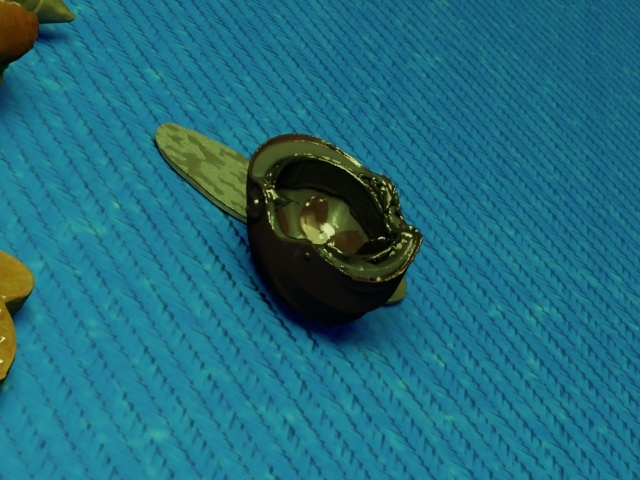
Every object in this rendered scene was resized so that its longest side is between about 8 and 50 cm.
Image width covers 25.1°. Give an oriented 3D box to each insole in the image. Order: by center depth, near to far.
[{"bbox_3d":[-0.027,-0.018,0.922,0.193,0.006,0.065,34,30,4],"label":"insole"}]

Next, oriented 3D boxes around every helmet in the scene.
[{"bbox_3d":[0.000,0.000,0.857,0.098,0.070,0.123,-4,42,-32],"label":"helmet"}]

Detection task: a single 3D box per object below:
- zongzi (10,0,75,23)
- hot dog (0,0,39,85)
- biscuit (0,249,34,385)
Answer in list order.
[{"bbox_3d":[-0.266,-0.204,0.924,0.189,0.081,0.178,44,19,27],"label":"zongzi"},{"bbox_3d":[-0.225,-0.103,0.754,0.093,0.123,0.261,18,24,23],"label":"hot dog"},{"bbox_3d":[-0.194,0.026,0.696,0.118,0.023,0.140,-2,43,-43],"label":"biscuit"}]
